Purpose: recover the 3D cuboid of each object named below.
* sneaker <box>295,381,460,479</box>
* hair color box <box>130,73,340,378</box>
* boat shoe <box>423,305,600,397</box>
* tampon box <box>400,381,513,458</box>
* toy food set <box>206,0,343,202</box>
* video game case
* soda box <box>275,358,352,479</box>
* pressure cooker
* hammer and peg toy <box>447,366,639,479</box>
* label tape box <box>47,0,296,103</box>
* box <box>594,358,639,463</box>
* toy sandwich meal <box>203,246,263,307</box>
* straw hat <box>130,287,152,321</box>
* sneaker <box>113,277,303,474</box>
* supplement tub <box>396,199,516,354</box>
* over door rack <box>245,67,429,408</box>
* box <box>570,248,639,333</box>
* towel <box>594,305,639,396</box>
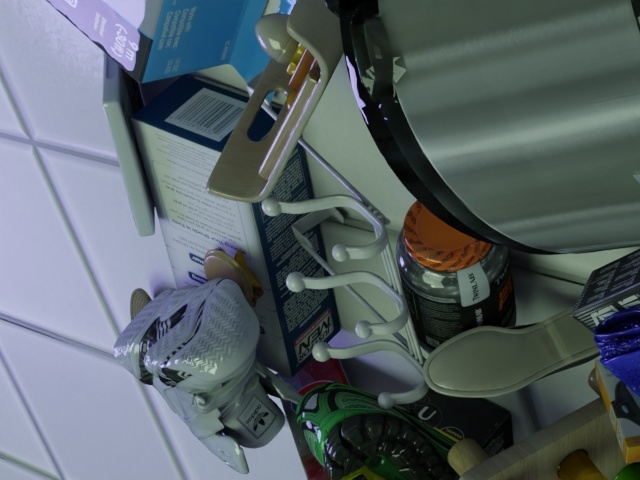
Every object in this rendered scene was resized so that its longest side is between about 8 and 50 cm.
[{"bbox_3d":[0.109,0.247,1.995,0.343,0.134,0.146,40,-174,-39],"label":"sneaker"},{"bbox_3d":[-0.096,-0.014,2.167,0.174,0.105,0.347,23,141,33],"label":"hair color box"},{"bbox_3d":[0.204,0.121,1.878,0.065,0.206,0.075,95,157,-70],"label":"boat shoe"},{"bbox_3d":[0.155,0.264,2.172,0.120,0.101,0.161,25,142,32],"label":"tampon box"},{"bbox_3d":[-0.022,-0.195,1.749,0.092,0.220,0.306,27,148,-2],"label":"toy food set"},{"bbox_3d":[-0.226,-0.137,2.156,0.023,0.183,0.201,-10,130,2],"label":"video game case"},{"bbox_3d":[0.018,0.245,2.208,0.263,0.092,0.083,-113,2,-59],"label":"soda box"},{"bbox_3d":[0.216,-0.174,1.331,0.420,0.375,0.370,-10,110,52],"label":"pressure cooker"},{"bbox_3d":[0.259,0.319,1.953,0.127,0.266,0.361,47,154,41],"label":"hammer and peg toy"},{"bbox_3d":[-0.183,-0.300,1.952,0.347,0.115,0.249,43,149,11],"label":"label tape box"},{"bbox_3d":[0.325,0.157,1.816,0.028,0.081,0.136,84,175,-46],"label":"box"},{"bbox_3d":[-0.099,0.041,2.110,0.085,0.029,0.085,32,142,28],"label":"toy sandwich meal"},{"bbox_3d":[-0.206,0.121,2.489,0.061,0.144,0.144,-14,122,10],"label":"straw hat"},{"bbox_3d":[-0.103,0.158,2.107,0.210,0.137,0.366,44,165,-14],"label":"sneaker"},{"bbox_3d":[0.141,0.036,1.893,0.117,0.117,0.190,31,157,26],"label":"supplement tub"},{"bbox_3d":[0.000,0.000,1.920,0.324,0.108,0.239,-120,9,-47],"label":"over door rack"},{"bbox_3d":[0.390,0.076,1.663,0.216,0.060,0.270,37,151,-13],"label":"box"},{"bbox_3d":[0.412,0.166,1.644,0.308,0.076,0.227,41,151,-19],"label":"towel"}]
